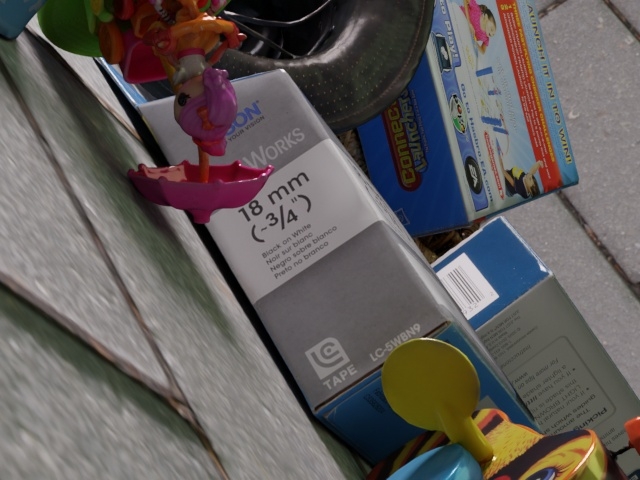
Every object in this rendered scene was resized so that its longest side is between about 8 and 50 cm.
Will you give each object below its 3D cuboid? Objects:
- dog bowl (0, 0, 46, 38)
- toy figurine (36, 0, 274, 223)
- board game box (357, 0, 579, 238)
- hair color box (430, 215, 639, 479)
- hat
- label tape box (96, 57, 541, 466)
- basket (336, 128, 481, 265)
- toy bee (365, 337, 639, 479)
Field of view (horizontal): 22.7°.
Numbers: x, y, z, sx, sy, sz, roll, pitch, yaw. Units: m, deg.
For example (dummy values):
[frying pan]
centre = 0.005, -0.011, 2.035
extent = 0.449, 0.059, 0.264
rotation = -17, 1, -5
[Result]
[dog bowl]
centre = -0.221, -0.246, 0.844
extent = 0.297, 0.074, 0.166
rotation = 56, 4, 9
[toy figurine]
centre = -0.074, -0.095, 0.906
extent = 0.159, 0.130, 0.173
rotation = 68, -27, 22
[board game box]
centre = 0.124, -0.174, 1.504
extent = 0.302, 0.086, 0.308
rotation = -17, 93, -62
[hair color box]
centre = 0.179, 0.161, 1.329
extent = 0.347, 0.174, 0.105
rotation = 52, 4, -34
[hat]
centre = -0.060, -0.220, 1.320
extent = 0.331, 0.331, 0.134
rotation = 54, -24, 3
[label tape box]
centre = 0.000, 0.000, 1.105
extent = 0.334, 0.106, 0.240
rotation = 57, 5, 30
[basket]
centre = 0.051, -0.081, 1.523
extent = 0.299, 0.223, 0.213
rotation = 52, 5, -38
[toy bee]
centre = 0.115, 0.150, 0.827
extent = 0.195, 0.162, 0.298
rotation = 54, 4, -30
